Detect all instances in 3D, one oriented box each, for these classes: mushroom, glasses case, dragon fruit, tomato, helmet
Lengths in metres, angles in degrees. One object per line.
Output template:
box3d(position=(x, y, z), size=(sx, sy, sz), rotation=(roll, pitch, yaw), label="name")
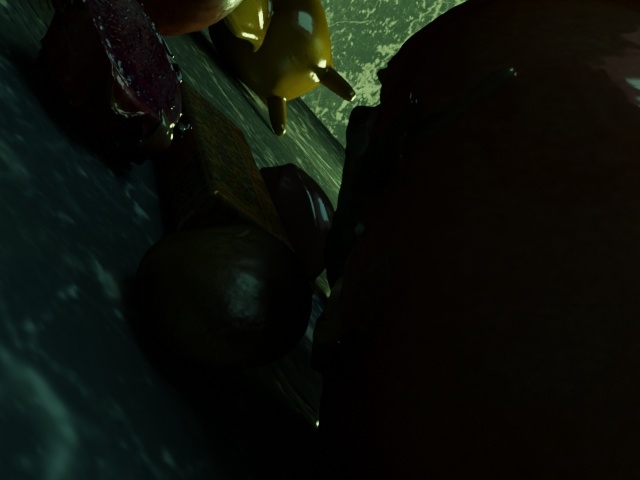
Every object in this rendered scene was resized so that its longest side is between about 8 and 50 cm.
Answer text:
box3d(position=(-0.043, 0.028, 0.425), size=(0.088, 0.073, 0.129), rotation=(11, -8, 13), label="mushroom")
box3d(position=(-0.080, -0.045, 0.610), size=(0.075, 0.049, 0.218), rotation=(39, 13, -30), label="glasses case")
box3d(position=(-0.138, -0.106, 0.523), size=(0.126, 0.068, 0.112), rotation=(62, 16, -15), label="dragon fruit")
box3d(position=(0.137, 0.022, 0.462), size=(0.272, 0.342, 0.341), rotation=(10, 11, 0), label="tomato")
box3d(position=(-0.020, -0.018, 0.753), size=(0.123, 0.070, 0.098), rotation=(51, 7, 9), label="helmet")

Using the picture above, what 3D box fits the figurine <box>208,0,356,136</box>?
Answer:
box3d(position=(-0.106, -0.403, 1.429), size=(0.387, 0.267, 0.401), rotation=(65, 33, -32), label="figurine")

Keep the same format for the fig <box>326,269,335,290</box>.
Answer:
box3d(position=(0.073, 0.041, 0.847), size=(0.148, 0.202, 0.149), rotation=(-8, 54, -40), label="fig")

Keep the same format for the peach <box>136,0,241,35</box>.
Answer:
box3d(position=(-0.156, -0.282, 0.711), size=(0.232, 0.256, 0.233), rotation=(16, 55, -25), label="peach")
